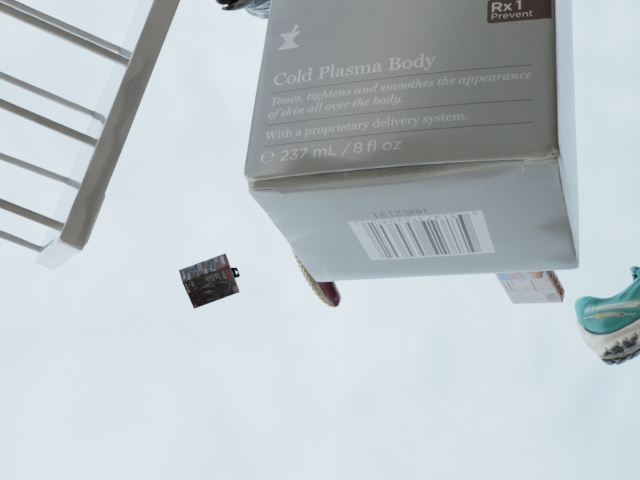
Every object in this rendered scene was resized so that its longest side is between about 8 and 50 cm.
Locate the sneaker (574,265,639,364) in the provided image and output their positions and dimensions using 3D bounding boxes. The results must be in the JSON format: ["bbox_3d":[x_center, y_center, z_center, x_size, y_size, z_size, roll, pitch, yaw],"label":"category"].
[{"bbox_3d":[0.482,0.066,1.363,0.275,0.110,0.107,-25,-29,-4],"label":"sneaker"}]

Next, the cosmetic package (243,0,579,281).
[{"bbox_3d":[0.051,-0.106,0.453,0.107,0.127,0.237,55,-146,-58],"label":"cosmetic package"}]

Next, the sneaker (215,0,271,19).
[{"bbox_3d":[-0.106,-0.382,1.479,0.130,0.227,0.087,-2,-82,-18],"label":"sneaker"}]

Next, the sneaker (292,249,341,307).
[{"bbox_3d":[0.000,0.000,1.359,0.084,0.069,0.185,-26,-89,-6],"label":"sneaker"}]

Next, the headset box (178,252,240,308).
[{"bbox_3d":[-0.162,0.060,1.476,0.083,0.032,0.062,-19,-45,-4],"label":"headset box"}]

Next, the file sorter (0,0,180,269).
[{"bbox_3d":[-0.226,-0.141,0.763,0.173,0.193,0.277,22,-103,-17],"label":"file sorter"}]

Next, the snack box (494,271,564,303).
[{"bbox_3d":[0.226,0.021,1.137,0.178,0.064,0.022,51,-134,-45],"label":"snack box"}]
